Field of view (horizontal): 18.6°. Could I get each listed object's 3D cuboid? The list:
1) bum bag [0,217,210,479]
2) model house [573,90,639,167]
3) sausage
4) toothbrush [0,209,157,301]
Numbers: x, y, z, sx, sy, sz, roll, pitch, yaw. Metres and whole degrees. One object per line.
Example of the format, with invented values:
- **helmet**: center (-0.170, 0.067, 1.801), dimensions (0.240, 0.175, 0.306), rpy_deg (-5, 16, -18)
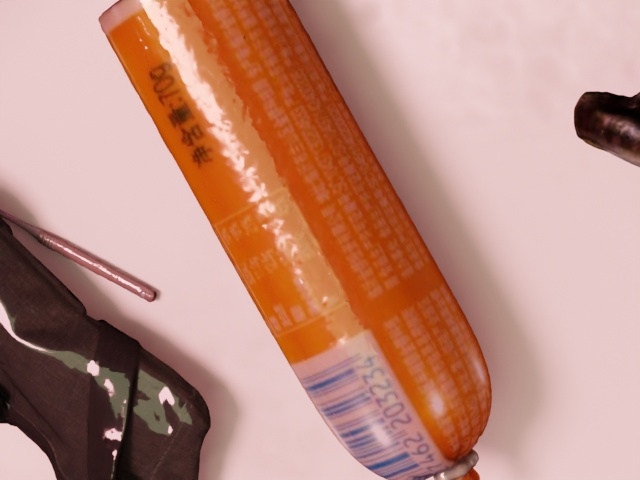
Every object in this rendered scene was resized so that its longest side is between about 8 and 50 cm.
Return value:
- **bum bag**: center (-0.127, 0.049, 0.829), dimensions (0.197, 0.049, 0.087), rpy_deg (42, 120, 6)
- **model house**: center (0.199, -0.065, 0.652), dimensions (0.165, 0.106, 0.152), rpy_deg (18, 101, -22)
- **sausage**: center (0.000, 0.000, 0.753), dimensions (0.071, 0.071, 0.234), rpy_deg (-28, 92, 26)
- **toothbrush**: center (-0.112, 0.003, 0.832), dimensions (0.097, 0.008, 0.006), rpy_deg (27, 126, 12)
